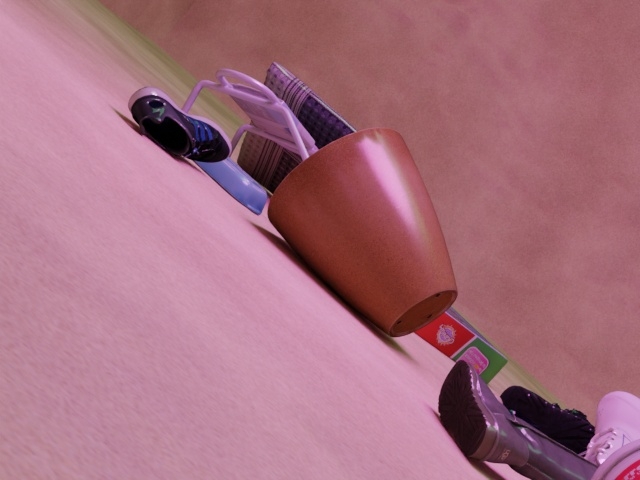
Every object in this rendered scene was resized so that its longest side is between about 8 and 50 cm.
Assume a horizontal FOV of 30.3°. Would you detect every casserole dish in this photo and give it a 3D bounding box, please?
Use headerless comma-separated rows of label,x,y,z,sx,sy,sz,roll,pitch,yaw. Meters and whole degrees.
casserole dish,-0.153,-0.112,1.903,0.188,0.037,0.114,41,4,24

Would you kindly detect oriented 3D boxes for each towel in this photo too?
towel,-0.013,-0.151,2.263,0.312,0.056,0.324,41,-33,8

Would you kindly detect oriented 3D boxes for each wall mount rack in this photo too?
wall mount rack,-0.068,-0.153,2.030,0.304,0.130,0.350,23,-9,24

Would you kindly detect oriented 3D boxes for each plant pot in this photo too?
plant pot,0.084,0.006,1.731,0.254,0.237,0.237,58,11,24

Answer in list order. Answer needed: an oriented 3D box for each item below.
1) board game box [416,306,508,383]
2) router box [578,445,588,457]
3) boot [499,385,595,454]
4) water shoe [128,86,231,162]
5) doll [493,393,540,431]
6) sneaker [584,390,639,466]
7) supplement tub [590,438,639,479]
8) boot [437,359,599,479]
board game box,0.192,0.128,2.256,0.316,0.064,0.242,36,6,-42
router box,0.413,0.356,1.681,0.133,0.046,0.179,67,11,11
boot,0.419,0.335,1.919,0.246,0.094,0.207,36,4,42
water shoe,-0.204,-0.147,1.730,0.203,0.073,0.080,30,32,-46
doll,0.296,0.283,1.720,0.129,0.046,0.189,37,6,-46
sneaker,0.383,0.291,1.494,0.129,0.111,0.297,30,32,-15
supplement tub,0.365,0.305,1.130,0.191,0.191,0.272,40,4,-6
boot,0.248,0.238,1.388,0.209,0.076,0.189,23,24,-18
